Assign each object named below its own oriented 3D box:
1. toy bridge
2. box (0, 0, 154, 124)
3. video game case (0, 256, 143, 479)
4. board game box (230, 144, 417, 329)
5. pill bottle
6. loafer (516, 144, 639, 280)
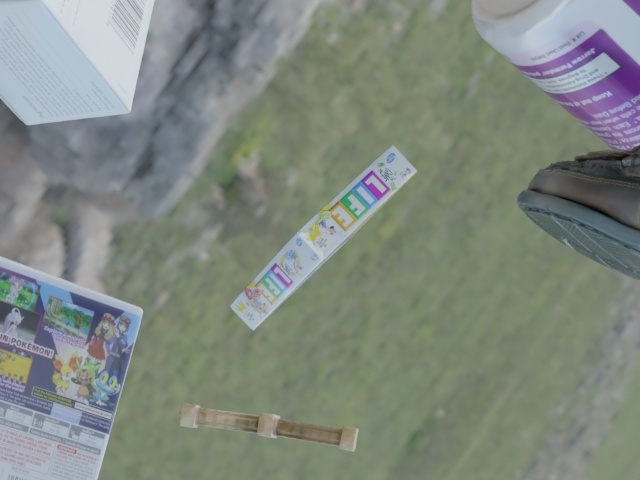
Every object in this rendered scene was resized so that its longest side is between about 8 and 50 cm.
[{"bbox_3d":[-0.054,0.192,1.935,0.063,0.188,0.026,49,49,-82],"label":"toy bridge"},{"bbox_3d":[-0.245,-0.231,1.705,0.182,0.119,0.181,53,38,-52],"label":"box"},{"bbox_3d":[-0.245,0.108,1.413,0.023,0.201,0.183,-7,-115,56],"label":"video game case"},{"bbox_3d":[0.000,0.000,1.331,0.103,0.026,0.154,-43,178,-29],"label":"board game box"},{"bbox_3d":[0.272,-0.137,1.424,0.169,0.301,0.169,-40,-153,26],"label":"pill bottle"},{"bbox_3d":[0.221,-0.014,1.076,0.096,0.267,0.084,34,83,-33],"label":"loafer"}]
